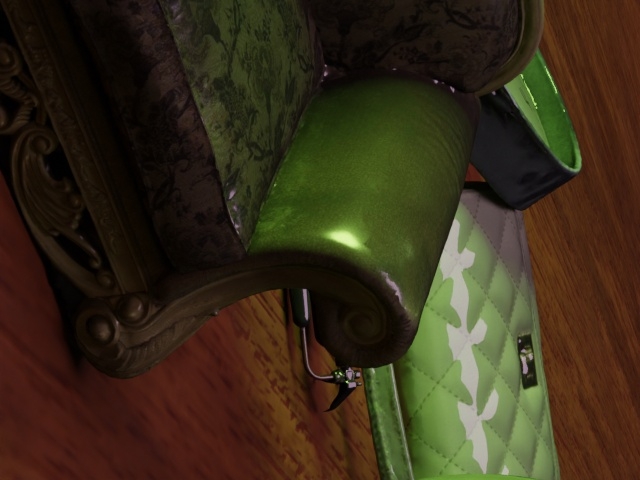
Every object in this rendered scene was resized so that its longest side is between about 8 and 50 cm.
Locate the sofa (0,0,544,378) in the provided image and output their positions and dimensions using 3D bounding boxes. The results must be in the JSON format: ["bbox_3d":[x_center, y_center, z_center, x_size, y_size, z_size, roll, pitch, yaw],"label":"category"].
[{"bbox_3d":[-0.012,-0.100,0.516,0.200,0.182,0.258,-65,144,-54],"label":"sofa"}]

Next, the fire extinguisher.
[{"bbox_3d":[0.000,0.000,0.734,0.049,0.035,0.173,17,65,-72],"label":"fire extinguisher"}]

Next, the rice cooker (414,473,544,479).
[{"bbox_3d":[0.065,0.221,0.569,0.226,0.226,0.244,-67,145,-54],"label":"rice cooker"}]

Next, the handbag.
[{"bbox_3d":[0.079,0.082,0.866,0.219,0.079,0.256,-5,87,-66],"label":"handbag"}]

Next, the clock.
[{"bbox_3d":[0.097,-0.128,0.913,0.226,0.049,0.226,53,21,-30],"label":"clock"}]
